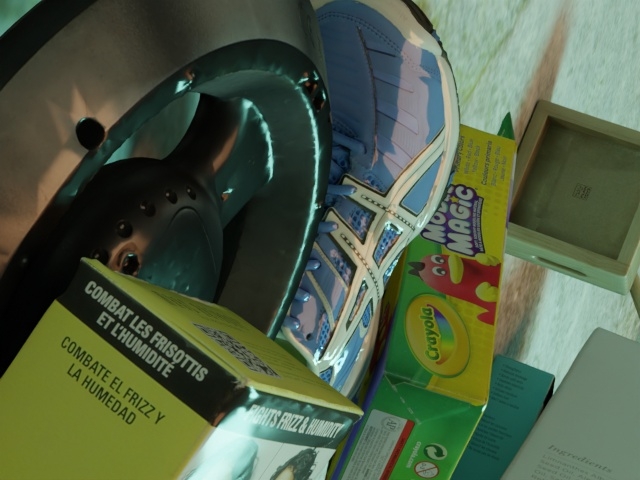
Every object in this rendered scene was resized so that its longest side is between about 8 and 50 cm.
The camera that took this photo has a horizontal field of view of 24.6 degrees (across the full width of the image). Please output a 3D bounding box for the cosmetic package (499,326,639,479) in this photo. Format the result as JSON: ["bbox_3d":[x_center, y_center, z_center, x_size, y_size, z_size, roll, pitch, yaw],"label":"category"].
[{"bbox_3d":[0.232,0.283,1.291,0.453,0.161,0.230,-41,148,-58],"label":"cosmetic package"}]

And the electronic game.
[{"bbox_3d":[-0.067,0.017,0.447,0.229,0.048,0.229,-48,155,-32],"label":"electronic game"}]

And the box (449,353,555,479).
[{"bbox_3d":[0.141,0.234,1.334,0.244,0.060,0.100,-62,162,-23],"label":"box"}]

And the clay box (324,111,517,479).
[{"bbox_3d":[0.050,0.036,0.734,0.222,0.053,0.127,-77,-175,-50],"label":"clay box"}]

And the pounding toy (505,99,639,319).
[{"bbox_3d":[0.215,-0.015,1.137,0.130,0.141,0.100,-67,164,-8],"label":"pounding toy"}]

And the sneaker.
[{"bbox_3d":[0.000,0.000,0.583,0.081,0.080,0.211,-46,151,-60],"label":"sneaker"}]

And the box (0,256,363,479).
[{"bbox_3d":[-0.087,0.119,0.383,0.232,0.058,0.087,-55,156,2],"label":"box"}]
